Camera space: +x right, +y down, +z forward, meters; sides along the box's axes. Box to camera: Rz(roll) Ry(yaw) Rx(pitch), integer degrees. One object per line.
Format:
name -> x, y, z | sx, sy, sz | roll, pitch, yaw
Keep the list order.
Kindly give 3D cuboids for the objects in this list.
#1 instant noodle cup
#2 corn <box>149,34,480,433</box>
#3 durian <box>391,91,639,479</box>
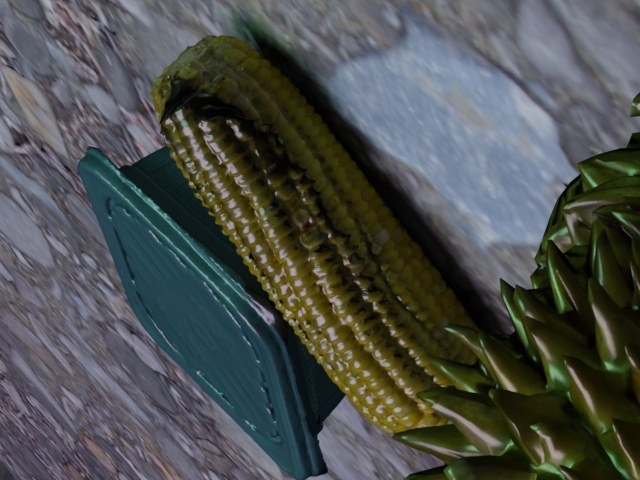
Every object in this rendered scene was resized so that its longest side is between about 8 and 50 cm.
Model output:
instant noodle cup -> -0.043, 0.025, 1.001 | 0.157, 0.070, 0.179 | 40, 161, 28
corn -> 0.000, 0.000, 0.847 | 0.203, 0.072, 0.072 | 53, 162, -10
durian -> 0.134, 0.092, 0.440 | 0.225, 0.291, 0.291 | 19, 149, 32
